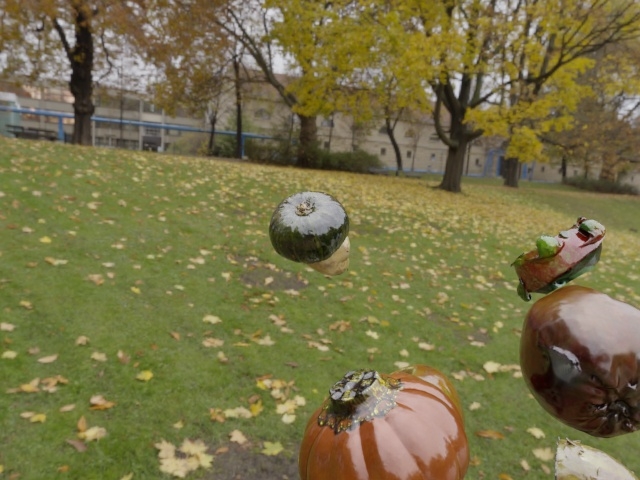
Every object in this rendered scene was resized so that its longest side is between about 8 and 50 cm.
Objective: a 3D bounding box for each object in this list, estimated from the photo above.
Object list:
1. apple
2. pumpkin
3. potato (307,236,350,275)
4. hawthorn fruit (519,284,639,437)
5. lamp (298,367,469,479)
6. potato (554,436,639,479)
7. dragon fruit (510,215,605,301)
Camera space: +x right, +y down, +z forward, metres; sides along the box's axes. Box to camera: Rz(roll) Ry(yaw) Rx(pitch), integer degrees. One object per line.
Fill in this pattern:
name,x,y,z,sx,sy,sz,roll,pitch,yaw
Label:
apple,0.221,0.397,1.103,0.237,0.207,0.237,-24,-8,-4
pumpkin,-0.031,-0.034,1.297,0.224,0.157,0.223,-10,36,8
potato,0.003,-0.003,1.447,0.161,0.234,0.128,-23,-5,-30
hawthorn fruit,0.578,0.241,1.045,0.308,0.324,0.308,5,-36,4
lamp,0.078,0.267,0.630,0.223,0.196,0.223,-23,7,3
potato,0.888,0.784,1.544,0.237,0.300,0.289,-5,-14,31
dragon fruit,0.628,0.047,1.291,0.268,0.130,0.295,-40,-21,28
